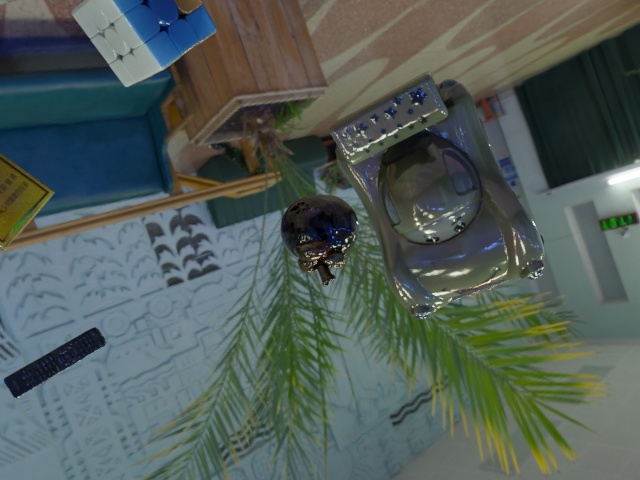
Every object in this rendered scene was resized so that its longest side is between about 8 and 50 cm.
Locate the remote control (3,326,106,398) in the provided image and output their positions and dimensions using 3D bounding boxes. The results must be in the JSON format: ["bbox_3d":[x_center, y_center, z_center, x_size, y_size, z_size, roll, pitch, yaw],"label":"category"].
[{"bbox_3d":[-0.683,0.313,1.272,0.245,0.063,0.025,-31,-174,-21],"label":"remote control"}]

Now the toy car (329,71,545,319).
[{"bbox_3d":[0.178,-0.061,0.761,0.242,0.336,0.226,-24,177,21],"label":"toy car"}]

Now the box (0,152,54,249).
[{"bbox_3d":[-0.864,-0.140,1.224,0.084,0.301,0.193,-9,-134,52],"label":"box"}]

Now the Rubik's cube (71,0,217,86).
[{"bbox_3d":[-0.592,-0.744,1.667,0.291,0.291,0.292,1,-136,45],"label":"Rubik's cube"}]

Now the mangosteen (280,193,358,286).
[{"bbox_3d":[0.000,0.000,1.308,0.211,0.250,0.211,-3,163,-1],"label":"mangosteen"}]

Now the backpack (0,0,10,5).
[{"bbox_3d":[-0.866,-0.754,1.276,0.282,0.318,0.197,-3,150,7],"label":"backpack"}]
